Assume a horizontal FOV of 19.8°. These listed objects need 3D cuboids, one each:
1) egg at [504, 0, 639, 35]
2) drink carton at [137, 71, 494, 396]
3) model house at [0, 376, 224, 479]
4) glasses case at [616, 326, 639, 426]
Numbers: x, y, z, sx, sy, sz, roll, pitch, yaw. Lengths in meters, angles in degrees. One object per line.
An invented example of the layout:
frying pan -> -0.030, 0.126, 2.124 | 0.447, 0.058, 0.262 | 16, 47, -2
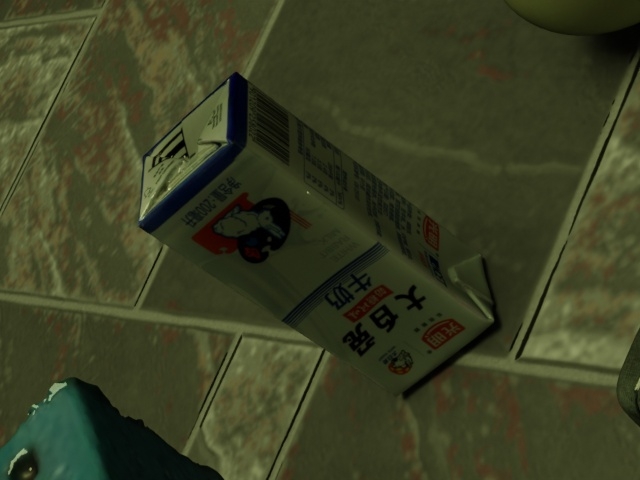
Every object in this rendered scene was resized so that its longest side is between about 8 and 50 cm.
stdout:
egg -> 0.257, -0.306, 1.612 | 0.269, 0.219, 0.219 | -46, 33, 10
drink carton -> 0.000, 0.000, 1.599 | 0.130, 0.315, 0.106 | -39, 32, 28
model house -> -0.155, 0.297, 1.448 | 0.215, 0.237, 0.303 | -46, 34, 4
glasses case -> 0.331, 0.009, 1.317 | 0.074, 0.131, 0.323 | 16, 75, 60
